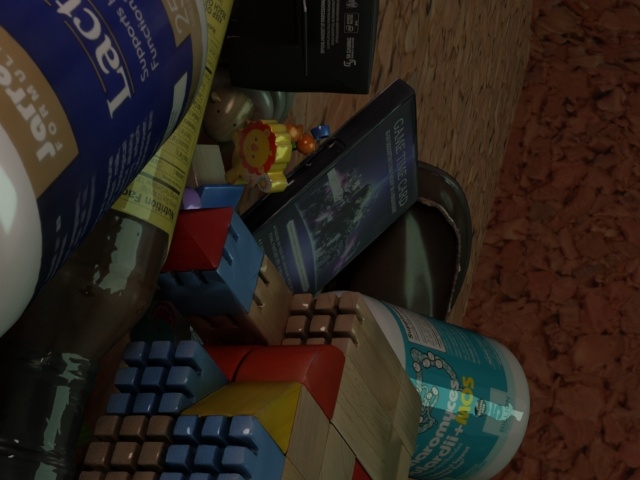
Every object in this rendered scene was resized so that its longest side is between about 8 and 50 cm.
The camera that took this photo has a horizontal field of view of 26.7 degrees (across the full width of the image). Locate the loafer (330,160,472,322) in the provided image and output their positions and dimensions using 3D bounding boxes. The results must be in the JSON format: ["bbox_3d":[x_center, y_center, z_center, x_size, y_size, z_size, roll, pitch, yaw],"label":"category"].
[{"bbox_3d":[0.069,0.093,1.337,0.130,0.134,0.366,-76,175,-58],"label":"loafer"}]

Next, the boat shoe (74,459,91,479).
[{"bbox_3d":[-0.106,0.177,1.028,0.335,0.112,0.095,-37,141,-66],"label":"boat shoe"}]

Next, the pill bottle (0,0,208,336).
[{"bbox_3d":[-0.156,-0.042,0.529,0.264,0.153,0.153,-62,159,-54],"label":"pill bottle"}]

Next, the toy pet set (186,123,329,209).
[{"bbox_3d":[-0.064,-0.039,1.021,0.114,0.122,0.065,-4,77,-51],"label":"toy pet set"}]

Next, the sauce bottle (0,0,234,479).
[{"bbox_3d":[-0.133,-0.028,0.752,0.111,0.111,0.344,51,53,-74],"label":"sauce bottle"}]

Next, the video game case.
[{"bbox_3d":[-0.022,0.005,1.120,0.274,0.026,0.196,-43,159,-14],"label":"video game case"}]

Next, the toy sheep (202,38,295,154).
[{"bbox_3d":[-0.060,-0.122,1.048,0.132,0.091,0.091,-72,166,-45],"label":"toy sheep"}]

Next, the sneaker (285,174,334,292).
[{"bbox_3d":[0.000,0.000,1.398,0.192,0.086,0.064,81,23,-57],"label":"sneaker"}]

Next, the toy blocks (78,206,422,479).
[{"bbox_3d":[-0.043,0.159,0.822,0.261,0.191,0.381,59,36,-48],"label":"toy blocks"}]

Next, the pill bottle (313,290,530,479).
[{"bbox_3d":[0.053,0.129,1.183,0.264,0.146,0.146,19,80,-41],"label":"pill bottle"}]

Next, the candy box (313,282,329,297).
[{"bbox_3d":[-0.046,0.129,1.293,0.159,0.071,0.233,23,75,-83],"label":"candy box"}]

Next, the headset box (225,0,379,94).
[{"bbox_3d":[-0.007,-0.257,0.944,0.218,0.110,0.293,90,4,-63],"label":"headset box"}]

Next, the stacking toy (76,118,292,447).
[{"bbox_3d":[-0.101,0.029,0.912,0.167,0.052,0.221,-9,113,-49],"label":"stacking toy"}]
